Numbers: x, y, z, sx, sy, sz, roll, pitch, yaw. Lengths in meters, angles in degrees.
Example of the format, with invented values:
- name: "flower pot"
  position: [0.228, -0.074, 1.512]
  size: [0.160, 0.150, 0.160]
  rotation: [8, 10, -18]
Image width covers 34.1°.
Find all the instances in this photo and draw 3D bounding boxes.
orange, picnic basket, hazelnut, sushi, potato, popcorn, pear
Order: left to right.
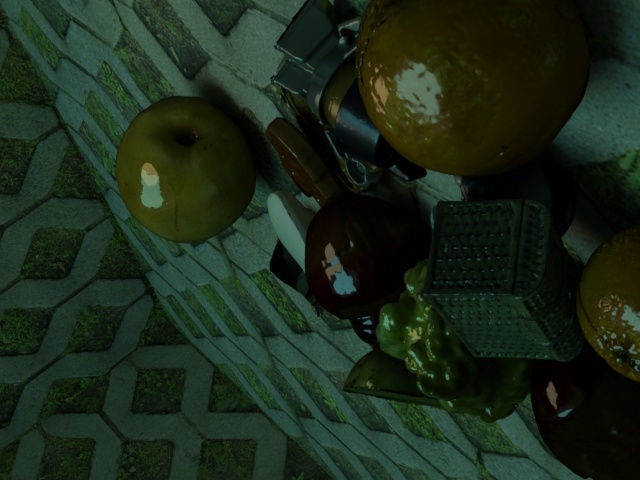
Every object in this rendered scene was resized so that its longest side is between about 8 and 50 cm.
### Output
- name: "pear"
  position: [-0.279, -0.148, 2.170]
  size: [0.314, 0.314, 0.314]
  rotation: [45, 160, 21]
- name: "sushi"
  position: [-0.017, 0.048, 2.197]
  size: [0.273, 0.134, 0.109]
  rotation: [48, -175, -47]
- name: "hazelnut"
  position: [0.065, 0.024, 1.754]
  size: [0.229, 0.229, 0.229]
  rotation: [45, 160, 21]
- name: "potato"
  position: [0.185, 0.249, 1.945]
  size: [0.271, 0.111, 0.160]
  rotation: [12, 165, -12]
- name: "popcorn"
  position: [0.216, 0.124, 1.539]
  size: [0.293, 0.293, 0.237]
  rotation: [64, 175, -32]
- name: "orange"
  position: [0.159, -0.189, 1.104]
  size: [0.246, 0.246, 0.246]
  rotation: [45, 160, 21]
- name: "picnic basket"
  position: [0.236, 0.051, 1.268]
  size: [0.154, 0.134, 0.196]
  rotation: [-3, 150, 29]
- name: "hazelnut"
  position: [0.391, 0.201, 1.364]
  size: [0.234, 0.218, 0.218]
  rotation: [52, 163, -20]
- name: "orange"
  position: [0.382, 0.076, 1.183]
  size: [0.193, 0.161, 0.193]
  rotation: [40, 148, 32]

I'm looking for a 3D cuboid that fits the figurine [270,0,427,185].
- name: "figurine"
  position: [0.060, -0.201, 1.470]
  size: [0.308, 0.143, 0.308]
  rotation: [49, 164, 19]

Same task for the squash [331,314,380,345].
- name: "squash"
  position: [0.099, 0.103, 1.933]
  size: [0.193, 0.155, 0.193]
  rotation: [168, 90, -71]

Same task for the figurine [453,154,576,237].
- name: "figurine"
  position: [0.237, -0.085, 1.318]
  size: [0.145, 0.145, 0.222]
  rotation: [22, 141, 56]

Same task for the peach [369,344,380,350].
- name: "peach"
  position: [0.112, 0.179, 2.175]
  size: [0.189, 0.068, 0.279]
  rotation: [47, 162, 20]

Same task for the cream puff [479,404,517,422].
- name: "cream puff"
  position: [0.300, 0.233, 1.775]
  size: [0.146, 0.116, 0.146]
  rotation: [63, -175, -9]

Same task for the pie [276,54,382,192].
- name: "pie"
  position: [0.015, -0.198, 1.726]
  size: [0.274, 0.055, 0.274]
  rotation: [51, 166, 18]

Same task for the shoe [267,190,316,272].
- name: "shoe"
  position: [0.000, 0.000, 2.036]
  size: [0.095, 0.110, 0.265]
  rotation: [-5, 118, 61]

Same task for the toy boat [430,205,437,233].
- name: "toy boat"
  position: [0.212, -0.015, 1.619]
  size: [0.105, 0.034, 0.149]
  rotation: [49, 163, 1]

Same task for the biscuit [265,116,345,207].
- name: "biscuit"
  position: [-0.017, -0.124, 1.867]
  size: [0.202, 0.047, 0.334]
  rotation: [47, 176, 22]
